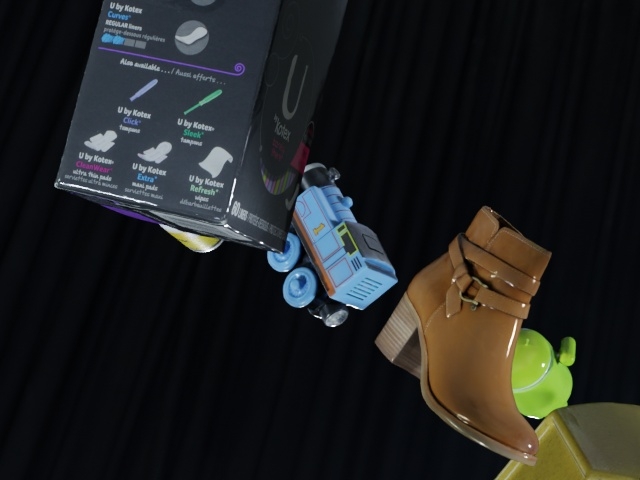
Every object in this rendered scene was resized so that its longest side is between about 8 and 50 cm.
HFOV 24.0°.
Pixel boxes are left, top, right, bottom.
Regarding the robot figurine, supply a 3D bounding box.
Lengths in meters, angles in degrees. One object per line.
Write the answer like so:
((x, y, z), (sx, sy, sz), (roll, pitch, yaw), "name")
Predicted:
((0.206, 0.130, 1.480), (0.101, 0.067, 0.115), (-20, 139, 20), "robot figurine")

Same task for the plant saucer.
((0.172, 0.280, 1.291), (0.081, 0.333, 0.333), (39, -175, -3), "plant saucer")

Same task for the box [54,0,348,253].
((-0.079, -0.143, 1.161), (0.143, 0.270, 0.165), (13, 176, 15), "box")

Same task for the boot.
((0.139, 0.071, 1.192), (0.073, 0.152, 0.197), (28, -168, -49), "boot")

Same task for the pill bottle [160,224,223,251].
((-0.157, -0.033, 1.778), (0.065, 0.065, 0.116), (5, 163, 21), "pill bottle")

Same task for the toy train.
((0.000, 0.000, 1.565), (0.105, 0.184, 0.080), (-38, 146, 18), "toy train")
